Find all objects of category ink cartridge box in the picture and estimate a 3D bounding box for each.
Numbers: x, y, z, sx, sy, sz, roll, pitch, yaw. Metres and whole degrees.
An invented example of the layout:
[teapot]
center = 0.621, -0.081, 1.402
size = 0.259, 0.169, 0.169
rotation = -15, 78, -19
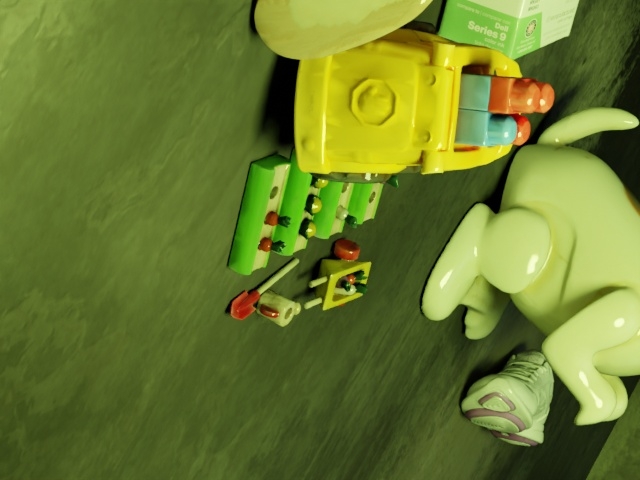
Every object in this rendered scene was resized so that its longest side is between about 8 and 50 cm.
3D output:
[ink cartridge box]
center = 0.216, -0.309, 1.390
size = 0.154, 0.093, 0.212
rotation = -27, 135, -52

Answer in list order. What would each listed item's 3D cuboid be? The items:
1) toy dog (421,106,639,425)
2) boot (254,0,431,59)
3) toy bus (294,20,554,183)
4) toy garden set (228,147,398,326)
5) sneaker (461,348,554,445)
[toy dog]
center = 0.406, 0.062, 1.749
size = 0.395, 0.408, 0.284
rotation = -59, 156, -8
[boot]
center = 0.078, -0.273, 1.134
size = 0.295, 0.104, 0.211
rotation = -35, -164, 16
[toy bus]
center = 0.109, -0.124, 1.193
size = 0.220, 0.211, 0.149
rotation = -12, 107, -62
[toy garden set]
center = 0.000, 0.000, 1.320
size = 0.244, 0.049, 0.204
rotation = -25, 135, -54
[sneaker]
center = 0.298, 0.229, 2.098
size = 0.305, 0.114, 0.152
rotation = 48, 57, -68
